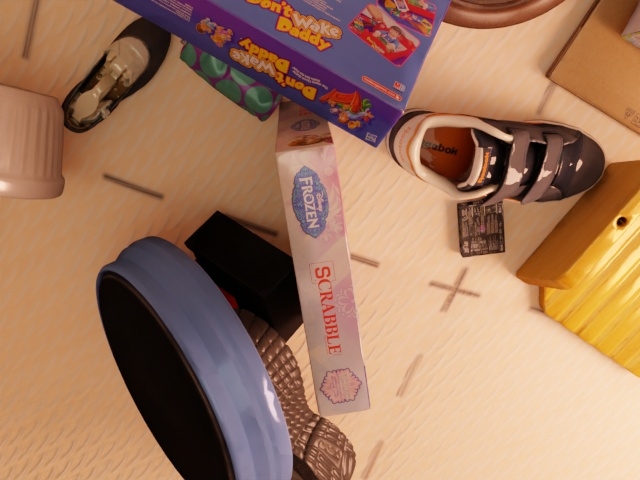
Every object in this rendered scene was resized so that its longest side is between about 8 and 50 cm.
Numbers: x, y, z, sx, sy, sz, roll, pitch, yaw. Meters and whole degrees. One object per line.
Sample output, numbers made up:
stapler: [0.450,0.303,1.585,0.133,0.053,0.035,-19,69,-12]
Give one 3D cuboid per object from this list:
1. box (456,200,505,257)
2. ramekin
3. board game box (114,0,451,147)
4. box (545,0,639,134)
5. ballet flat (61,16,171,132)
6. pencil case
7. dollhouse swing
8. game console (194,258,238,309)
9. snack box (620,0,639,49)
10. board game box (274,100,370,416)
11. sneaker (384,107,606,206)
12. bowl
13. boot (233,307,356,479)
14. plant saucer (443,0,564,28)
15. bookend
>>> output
box: [0.242,-0.019,1.050,0.067,0.018,0.083,-8,110,2]
ramekin: [-0.450,-0.143,0.869,0.272,0.273,0.127,13,96,-6]
board game box: [-0.032,-0.293,0.819,0.347,0.233,0.078,29,149,-6]
box: [0.442,-0.249,0.968,0.201,0.021,0.164,28,107,-10]
ballet flat: [-0.278,-0.218,0.939,0.203,0.074,0.074,-42,106,13]
pencil case: [-0.116,-0.230,0.940,0.151,0.064,0.070,36,124,-14]
dollhouse swing: [0.526,0.091,0.947,0.347,0.305,0.315,33,106,-13]
game console: [-0.194,0.098,1.087,0.124,0.085,0.144,-9,113,35]
snack box: [0.529,-0.295,0.909,0.207,0.070,0.174,26,93,-10]
board game box: [0.000,0.000,0.894,0.065,0.319,0.318,-9,111,0]
sneaker: [0.252,-0.107,0.963,0.321,0.127,0.126,6,109,-5]
bowl: [-0.184,0.186,0.935,0.077,0.391,0.391,-27,113,-31]
boot: [-0.116,0.259,1.054,0.222,0.118,0.338,-13,114,42]
plant saucer: [0.213,-0.401,0.844,0.310,0.050,0.311,4,126,6]
bookend: [-0.104,0.060,1.029,0.156,0.072,0.157,31,154,25]
